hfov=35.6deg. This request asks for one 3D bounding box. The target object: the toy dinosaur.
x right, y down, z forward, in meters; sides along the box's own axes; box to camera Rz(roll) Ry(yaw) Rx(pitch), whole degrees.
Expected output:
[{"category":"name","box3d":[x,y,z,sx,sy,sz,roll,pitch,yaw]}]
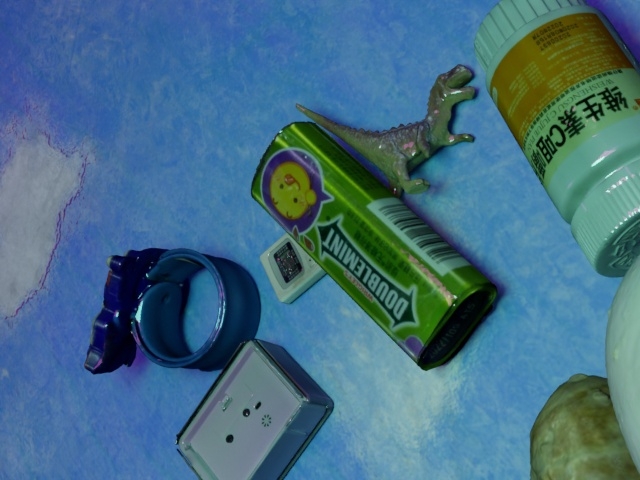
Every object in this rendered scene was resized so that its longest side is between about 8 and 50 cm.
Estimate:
[{"category":"toy dinosaur","box3d":[0.090,-0.126,1.307,0.251,0.072,0.199,-20,61,33]}]

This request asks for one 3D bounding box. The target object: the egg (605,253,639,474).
[{"category":"egg","box3d":[0.395,0.111,0.831,0.340,0.354,0.354,22,90,56]}]

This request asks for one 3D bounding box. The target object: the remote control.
[{"category":"remote control","box3d":[0.000,0.000,1.360,0.190,0.029,0.087,-39,56,21]}]

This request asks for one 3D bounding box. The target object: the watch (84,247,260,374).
[{"category":"watch","box3d":[-0.199,0.105,1.410,0.200,0.171,0.196,14,97,28]}]

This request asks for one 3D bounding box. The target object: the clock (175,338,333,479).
[{"category":"clock","box3d":[-0.090,0.246,1.324,0.144,0.073,0.193,44,104,37]}]

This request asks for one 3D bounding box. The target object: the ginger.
[{"category":"ginger","box3d":[0.230,0.290,1.009,0.304,0.155,0.244,-45,36,24]}]

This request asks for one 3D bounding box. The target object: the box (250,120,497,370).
[{"category":"box","box3d":[0.056,0.001,1.236,0.345,0.097,0.134,45,122,29]}]

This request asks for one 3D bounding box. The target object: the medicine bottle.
[{"category":"medicine bottle","box3d":[0.294,-0.131,1.091,0.158,0.158,0.318,-37,56,23]}]
